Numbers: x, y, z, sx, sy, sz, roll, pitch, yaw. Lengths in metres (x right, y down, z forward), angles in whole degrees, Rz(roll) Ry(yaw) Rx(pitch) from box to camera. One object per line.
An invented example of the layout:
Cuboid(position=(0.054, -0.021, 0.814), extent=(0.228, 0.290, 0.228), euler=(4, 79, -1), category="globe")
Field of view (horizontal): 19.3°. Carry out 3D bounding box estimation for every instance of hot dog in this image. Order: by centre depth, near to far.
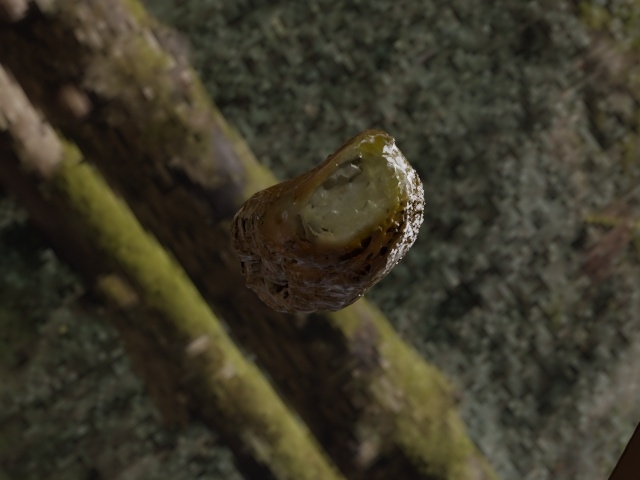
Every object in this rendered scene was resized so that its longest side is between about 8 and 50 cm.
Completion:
Cuboid(position=(0.001, -0.001, 0.904), extent=(0.068, 0.083, 0.289), euler=(58, -6, 2), category="hot dog")

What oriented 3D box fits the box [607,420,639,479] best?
Cuboid(position=(0.302, 0.143, 0.669), extent=(0.229, 0.239, 0.339), euler=(34, -8, -36), category="box")
